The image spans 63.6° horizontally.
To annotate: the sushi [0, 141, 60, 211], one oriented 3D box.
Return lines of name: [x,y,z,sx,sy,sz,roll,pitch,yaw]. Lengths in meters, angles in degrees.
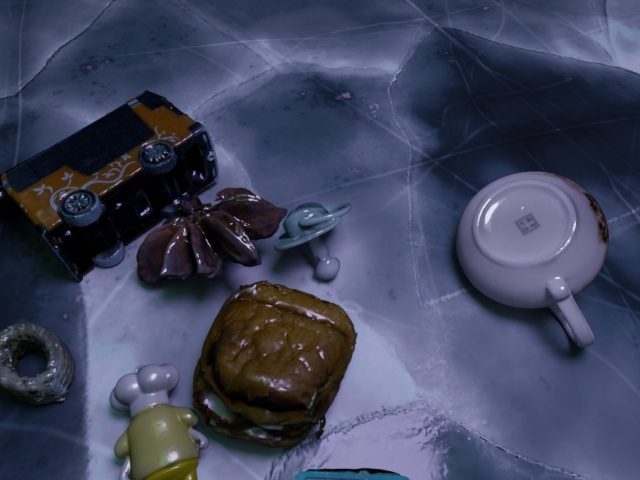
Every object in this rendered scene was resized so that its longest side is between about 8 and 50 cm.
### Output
sushi: [-0.473,-0.069,0.783,0.201,0.139,0.031,-40,100,-25]

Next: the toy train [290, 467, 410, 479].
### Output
toy train: [0.033,0.326,0.538,0.197,0.107,0.155,3,48,0]

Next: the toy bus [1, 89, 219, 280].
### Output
toy bus: [-0.307,-0.093,0.787,0.167,0.139,0.275,39,65,23]

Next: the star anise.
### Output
star anise: [-0.163,-0.007,0.738,0.236,0.093,0.229,-28,30,-4]

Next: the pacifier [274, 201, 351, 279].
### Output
pacifier: [0.000,0.000,0.760,0.126,0.150,0.117,-27,98,1]

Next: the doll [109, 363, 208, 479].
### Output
doll: [-0.197,0.223,0.620,0.106,0.062,0.163,-21,61,-12]

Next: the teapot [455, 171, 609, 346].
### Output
teapot: [0.305,0.011,0.747,0.204,0.139,0.298,-22,58,15]

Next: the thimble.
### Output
thimble: [-0.364,0.158,0.656,0.110,0.062,0.084,39,63,22]

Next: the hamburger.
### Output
hamburger: [-0.057,0.144,0.643,0.183,0.130,0.206,18,55,7]
